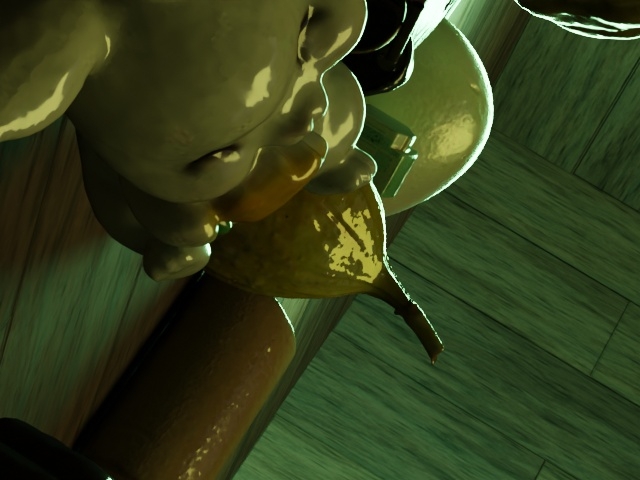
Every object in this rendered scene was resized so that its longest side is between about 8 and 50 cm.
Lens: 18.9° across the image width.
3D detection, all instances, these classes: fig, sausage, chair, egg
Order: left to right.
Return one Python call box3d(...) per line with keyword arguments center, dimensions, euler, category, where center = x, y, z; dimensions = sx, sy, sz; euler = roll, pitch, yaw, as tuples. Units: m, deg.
box3d(center=(-0.119, 0.146, 1.814), dimensions=(0.253, 0.123, 0.123), euler=(-56, 174, -28), category="sausage")
box3d(center=(0.000, 0.000, 1.459), dimensions=(0.159, 0.257, 0.159), euler=(-45, -178, 2), category="fig")
box3d(center=(0.026, -0.178, 1.580), dimensions=(0.095, 0.104, 0.221), euler=(-33, 169, -1), category="chair")
box3d(center=(0.093, -0.122, 2.057), dimensions=(0.271, 0.162, 0.206), euler=(-59, 176, -8), category="egg")

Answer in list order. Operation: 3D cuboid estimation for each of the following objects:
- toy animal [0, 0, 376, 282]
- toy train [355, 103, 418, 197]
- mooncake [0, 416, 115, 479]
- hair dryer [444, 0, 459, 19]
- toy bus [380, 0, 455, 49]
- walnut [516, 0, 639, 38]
box3d(center=(-0.071, -0.085, 0.918), dimensions=(0.208, 0.154, 0.325), euler=(-39, 158, 16), category="toy animal")
box3d(center=(0.004, -0.049, 1.855), dimensions=(0.194, 0.125, 0.081), euler=(-61, 170, 14), category="toy train")
box3d(center=(-0.236, 0.238, 1.173), dimensions=(0.283, 0.141, 0.283), euler=(-55, 164, -25), category="mooncake")
box3d(center=(0.168, -0.317, 2.279), dimensions=(0.255, 0.070, 0.128), euler=(-54, 178, 23), category="hair dryer")
box3d(center=(0.079, -0.234, 1.724), dimensions=(0.098, 0.087, 0.178), euler=(-51, 174, -16), category="toy bus")
box3d(center=(0.250, -0.339, 1.728), dimensions=(0.282, 0.277, 0.253), euler=(-54, 162, -11), category="walnut")
